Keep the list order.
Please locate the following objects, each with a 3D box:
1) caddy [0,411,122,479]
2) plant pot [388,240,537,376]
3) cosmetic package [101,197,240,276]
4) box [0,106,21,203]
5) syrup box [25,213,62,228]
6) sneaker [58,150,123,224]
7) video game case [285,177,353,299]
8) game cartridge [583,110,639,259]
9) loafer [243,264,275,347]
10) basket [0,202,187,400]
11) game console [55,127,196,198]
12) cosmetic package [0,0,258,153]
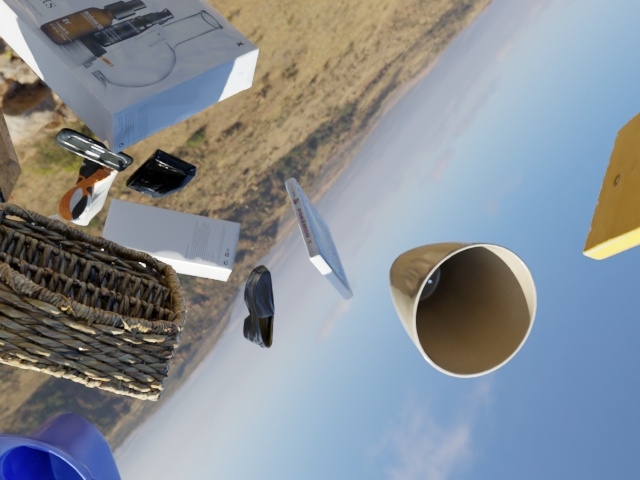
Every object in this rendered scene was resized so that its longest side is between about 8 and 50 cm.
[{"bbox_3d":[-0.408,0.418,0.806,0.241,0.341,0.179,-16,-170,-4],"label":"caddy"},{"bbox_3d":[0.252,0.105,1.169,0.256,0.256,0.274,-52,-161,-1],"label":"plant pot"},{"bbox_3d":[-0.435,0.006,1.671,0.197,0.365,0.155,141,-40,-71],"label":"cosmetic package"},{"bbox_3d":[-0.882,-0.159,1.248,0.312,0.343,0.179,-130,-148,-60],"label":"box"},{"bbox_3d":[-0.814,0.020,1.545,0.237,0.096,0.093,-20,143,-30],"label":"syrup box"},{"bbox_3d":[-0.671,-0.162,1.694,0.262,0.099,0.121,-58,175,-14],"label":"sneaker"},{"bbox_3d":[0.000,0.000,1.099,0.023,0.183,0.201,-25,147,9],"label":"video game case"},{"bbox_3d":[0.587,-0.123,1.020,0.324,0.052,0.285,69,41,-80],"label":"game cartridge"},{"bbox_3d":[-0.109,0.129,1.102,0.062,0.061,0.170,-20,124,-40],"label":"loafer"},{"bbox_3d":[-0.341,0.079,0.802,0.213,0.299,0.223,-10,-121,56],"label":"basket"},{"bbox_3d":[-0.546,-0.224,1.589,0.213,0.361,0.044,-24,-129,46],"label":"game console"},{"bbox_3d":[-0.334,-0.349,0.936,0.284,0.377,0.097,-37,165,-35],"label":"cosmetic package"}]
